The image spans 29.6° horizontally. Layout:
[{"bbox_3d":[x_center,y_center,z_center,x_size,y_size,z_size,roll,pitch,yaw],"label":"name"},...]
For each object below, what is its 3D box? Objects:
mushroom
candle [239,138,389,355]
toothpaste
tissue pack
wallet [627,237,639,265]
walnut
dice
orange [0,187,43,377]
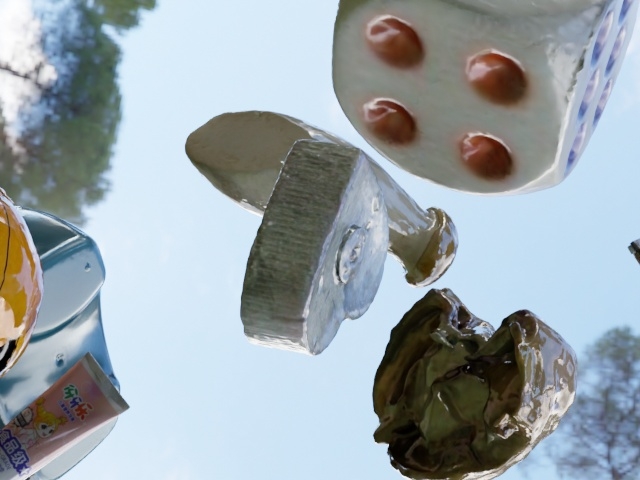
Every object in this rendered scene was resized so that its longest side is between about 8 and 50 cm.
[{"bbox_3d":[0.008,-0.056,1.423,0.128,0.350,0.128,-55,-163,25],"label":"mushroom"},{"bbox_3d":[0.000,0.000,1.003,0.068,0.192,0.168,11,-68,20],"label":"candle"},{"bbox_3d":[-0.268,0.187,1.099,0.194,0.043,0.067,-39,-106,-4],"label":"toothpaste"},{"bbox_3d":[-0.350,0.110,1.333,0.206,0.198,0.287,14,-58,28],"label":"tissue pack"},{"bbox_3d":[0.455,0.024,1.485,0.020,0.196,0.103,-42,-107,43],"label":"wallet"},{"bbox_3d":[0.164,0.167,1.264,0.238,0.141,0.204,15,-98,60],"label":"walnut"},{"bbox_3d":[0.169,-0.205,1.228,0.251,0.243,0.259,21,-38,16],"label":"dice"},{"bbox_3d":[-0.356,0.038,1.053,0.182,0.234,0.234,-6,-102,61],"label":"orange"}]
